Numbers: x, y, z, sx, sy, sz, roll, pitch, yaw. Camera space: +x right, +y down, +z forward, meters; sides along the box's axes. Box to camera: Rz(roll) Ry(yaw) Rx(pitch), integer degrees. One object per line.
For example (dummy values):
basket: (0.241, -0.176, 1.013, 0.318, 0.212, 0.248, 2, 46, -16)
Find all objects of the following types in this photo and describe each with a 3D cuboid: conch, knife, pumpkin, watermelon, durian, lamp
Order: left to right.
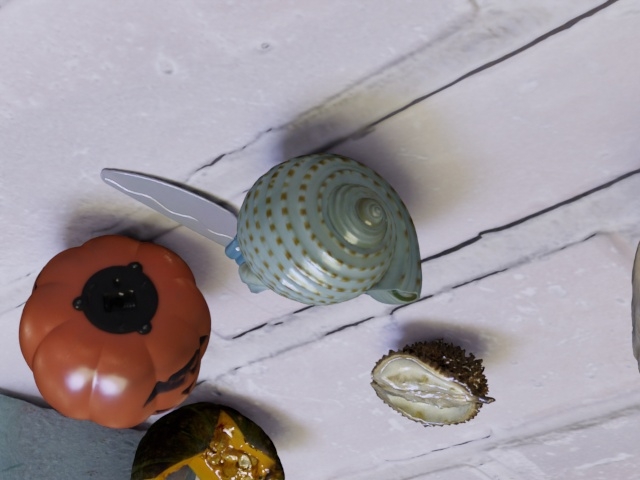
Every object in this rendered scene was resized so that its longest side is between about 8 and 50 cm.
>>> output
watermelon: (-0.251, 0.328, 1.784, 0.258, 0.228, 0.387, -31, 110, 4)
lamp: (-0.201, 0.093, 1.440, 0.188, 0.187, 0.164, 14, 146, -3)
pumpkin: (-0.130, 0.242, 1.692, 0.183, 0.107, 0.119, 14, 145, -32)
knife: (-0.097, -0.012, 1.404, 0.244, 0.032, 0.058, 32, 141, -20)
conch: (0.002, -0.011, 1.286, 0.172, 0.131, 0.200, 2, -177, -34)
durian: (0.124, 0.137, 1.505, 0.140, 0.071, 0.110, 5, 142, 33)

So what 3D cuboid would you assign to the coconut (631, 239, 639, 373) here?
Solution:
coconut: (0.414, 0.062, 1.146, 0.329, 0.328, 0.329, 8, 145, 5)
